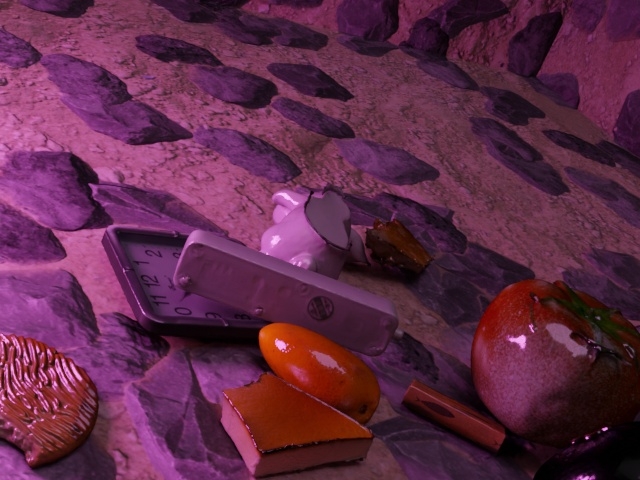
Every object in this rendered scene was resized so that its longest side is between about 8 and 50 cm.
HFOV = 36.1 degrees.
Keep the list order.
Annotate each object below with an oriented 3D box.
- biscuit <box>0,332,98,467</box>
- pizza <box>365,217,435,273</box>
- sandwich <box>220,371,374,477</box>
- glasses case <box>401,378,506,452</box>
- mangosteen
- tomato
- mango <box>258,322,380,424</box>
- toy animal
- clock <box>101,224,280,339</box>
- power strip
[{"bbox_3d":[-0.378,0.195,1.281,0.228,0.031,0.176,38,28,26],"label":"biscuit"},{"bbox_3d":[0.150,0.021,1.982,0.147,0.069,0.226,43,18,3],"label":"pizza"},{"bbox_3d":[-0.042,0.255,1.407,0.193,0.058,0.162,1,33,-34],"label":"sandwich"},{"bbox_3d":[0.214,0.283,1.581,0.170,0.041,0.064,27,7,8],"label":"glasses case"},{"bbox_3d":[0.433,0.400,1.326,0.275,0.275,0.302,-9,72,-48],"label":"mangosteen"},{"bbox_3d":[0.391,0.214,1.618,0.303,0.239,0.303,23,20,-9],"label":"tomato"},{"bbox_3d":[-0.003,0.194,1.505,0.217,0.102,0.141,33,21,15],"label":"mango"},{"bbox_3d":[-0.005,-0.004,1.814,0.208,0.154,0.325,55,26,12],"label":"toy animal"},{"bbox_3d":[-0.204,0.075,1.626,0.279,0.049,0.273,6,30,-33],"label":"clock"},{"bbox_3d":[-0.042,0.090,1.578,0.385,0.091,0.062,20,23,-11],"label":"power strip"}]
